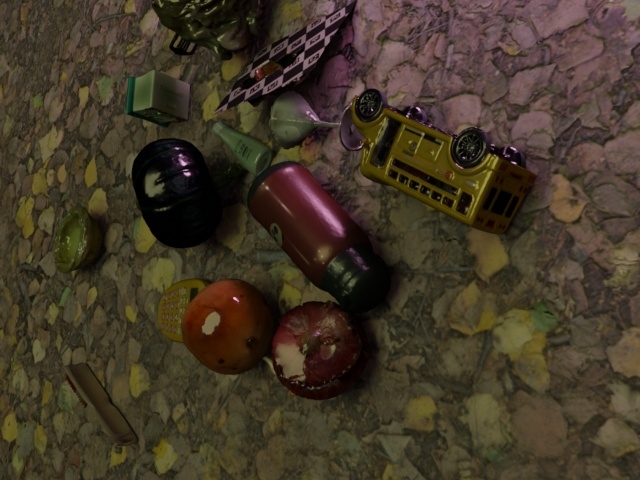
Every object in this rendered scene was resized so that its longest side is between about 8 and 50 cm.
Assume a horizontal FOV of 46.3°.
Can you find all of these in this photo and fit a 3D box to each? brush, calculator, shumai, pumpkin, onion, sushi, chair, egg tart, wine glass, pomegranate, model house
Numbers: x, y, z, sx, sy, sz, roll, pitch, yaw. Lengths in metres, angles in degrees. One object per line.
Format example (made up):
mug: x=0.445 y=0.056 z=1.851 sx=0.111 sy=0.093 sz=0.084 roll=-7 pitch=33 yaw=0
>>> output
brush: x=-0.556 y=0.415 z=1.869 sx=0.321 sy=0.060 sz=0.050 roll=37 pitch=119 yaw=41
calculator: x=-0.297 y=0.160 z=1.702 sx=0.234 sy=0.032 sz=0.146 roll=-7 pitch=77 yaw=43
shumai: x=-0.229 y=-0.521 z=1.680 sx=0.255 sy=0.189 sz=0.218 roll=-25 pitch=108 yaw=17
pumpkin: x=-0.285 y=-0.112 z=1.644 sx=0.248 sy=0.248 sz=0.248 roll=-10 pitch=75 yaw=41
onion: x=-0.002 y=0.204 z=1.361 sx=0.183 sy=0.147 sz=0.184 roll=0 pitch=64 yaw=0
sushi: x=-0.065 y=-0.354 z=1.545 sx=0.290 sy=0.050 sz=0.264 roll=-13 pitch=38 yaw=42
chair: x=-0.317 y=-0.568 z=1.838 sx=0.212 sy=0.084 sz=0.101 roll=-52 pitch=55 yaw=22
egg tart: x=-0.657 y=-0.001 z=2.032 sx=0.197 sy=0.078 sz=0.197 roll=-13 pitch=71 yaw=42
wine glass: x=0.002 y=-0.230 z=1.459 sx=0.182 sy=0.122 sz=0.122 roll=12 pitch=89 yaw=40
pomegranate: x=-0.184 y=0.171 z=1.503 sx=0.191 sy=0.191 sz=0.191 roll=-10 pitch=75 yaw=41
model house: x=-0.415 y=-0.345 z=1.849 sx=0.148 sy=0.127 sz=0.101 roll=-3 pitch=79 yaw=39

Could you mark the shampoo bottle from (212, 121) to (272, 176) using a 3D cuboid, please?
shampoo bottle: x=-0.178 y=-0.213 z=1.664 sx=0.190 sy=0.041 sz=0.069 roll=40 pitch=114 yaw=40

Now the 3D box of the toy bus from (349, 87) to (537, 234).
toy bus: x=0.180 y=-0.137 z=1.252 sx=0.331 sy=0.145 sz=0.151 roll=32 pitch=105 yaw=40

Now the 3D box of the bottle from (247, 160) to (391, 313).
bottle: x=0.000 y=0.000 z=1.393 sx=0.144 sy=0.144 sz=0.336 roll=-55 pitch=52 yaw=20

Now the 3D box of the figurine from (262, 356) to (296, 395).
figurine: x=-0.070 y=0.258 z=1.459 sx=0.109 sy=0.064 sz=0.047 roll=35 pitch=84 yaw=31
